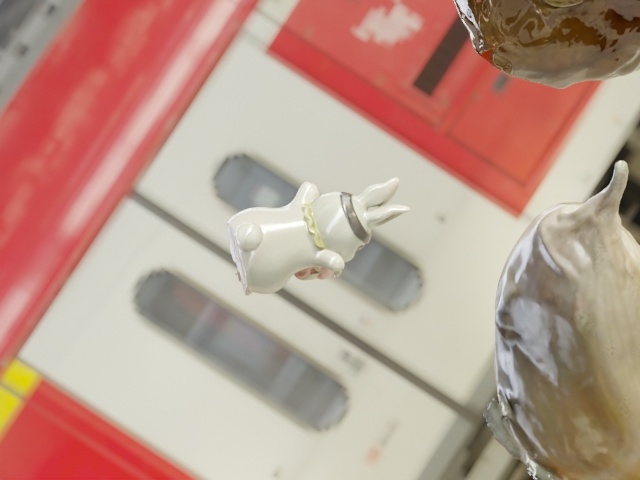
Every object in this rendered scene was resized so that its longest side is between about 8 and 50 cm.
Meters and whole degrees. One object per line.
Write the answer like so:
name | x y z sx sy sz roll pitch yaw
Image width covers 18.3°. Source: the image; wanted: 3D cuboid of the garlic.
garlic | 0.107 0.033 0.788 0.084 0.152 0.066 -1 21 36

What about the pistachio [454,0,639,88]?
pistachio | 0.181 -0.167 1.353 0.165 0.210 0.131 11 96 52

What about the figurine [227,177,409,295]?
figurine | -0.004 -0.008 1.661 0.146 0.081 0.098 -16 -5 -11
